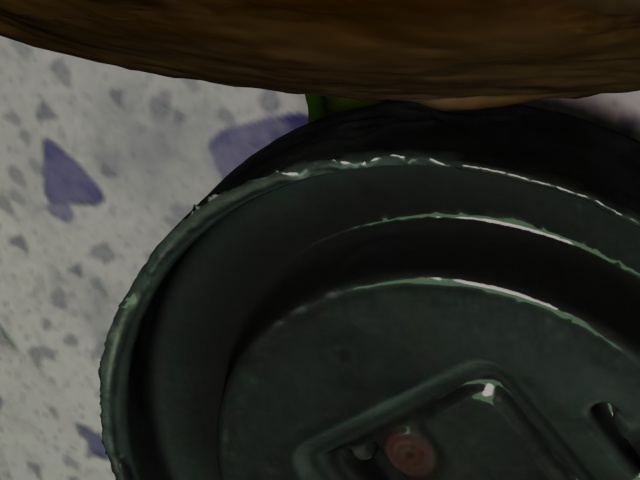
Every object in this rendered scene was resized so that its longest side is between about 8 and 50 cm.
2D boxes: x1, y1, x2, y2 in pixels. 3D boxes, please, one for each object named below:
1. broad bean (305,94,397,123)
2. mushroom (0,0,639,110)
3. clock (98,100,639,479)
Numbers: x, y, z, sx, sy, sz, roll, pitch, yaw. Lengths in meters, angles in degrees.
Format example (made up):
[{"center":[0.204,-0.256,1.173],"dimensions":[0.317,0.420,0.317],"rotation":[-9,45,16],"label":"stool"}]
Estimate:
[{"center":[0.005,0.000,0.664],"dimensions":[0.069,0.039,0.226],"rotation":[9,121,23],"label":"broad bean"},{"center":[-0.078,-0.138,0.463],"dimensions":[0.397,0.314,0.224],"rotation":[1,97,42],"label":"mushroom"},{"center":[0.058,0.078,0.629],"dimensions":[0.281,0.055,0.280],"rotation":[11,124,16],"label":"clock"}]
